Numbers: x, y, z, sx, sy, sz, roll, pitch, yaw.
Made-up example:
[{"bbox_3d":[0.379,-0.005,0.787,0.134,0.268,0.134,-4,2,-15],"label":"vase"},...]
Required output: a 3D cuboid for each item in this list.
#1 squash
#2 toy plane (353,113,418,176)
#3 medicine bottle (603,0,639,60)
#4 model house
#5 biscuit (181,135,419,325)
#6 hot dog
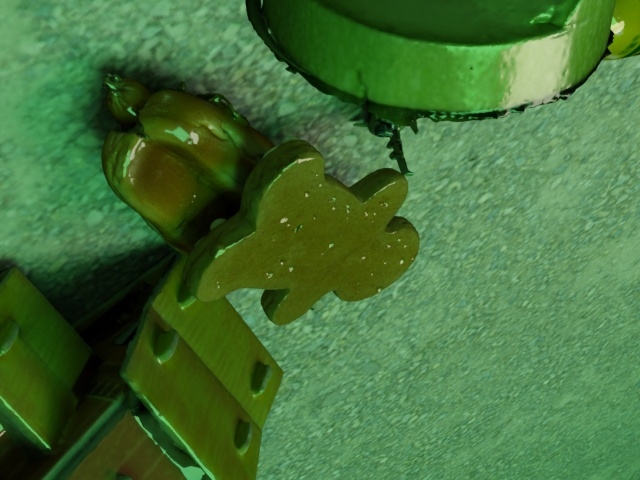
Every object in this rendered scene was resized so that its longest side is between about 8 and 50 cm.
[{"bbox_3d":[0.068,-0.168,0.586,0.220,0.220,0.133,-23,148,-19],"label":"squash"},{"bbox_3d":[0.057,-0.099,0.818,0.040,0.102,0.111,3,174,-18],"label":"toy plane"},{"bbox_3d":[0.224,-0.190,0.846,0.309,0.076,0.111,-14,142,-29],"label":"medicine bottle"},{"bbox_3d":[-0.220,0.140,0.834,0.323,0.340,0.300,-48,114,-29],"label":"model house"},{"bbox_3d":[-0.001,-0.001,0.797,0.158,0.035,0.240,-46,150,16],"label":"biscuit"},{"bbox_3d":[-0.081,-0.042,0.760,0.109,0.072,0.269,-38,150,2],"label":"hot dog"}]
